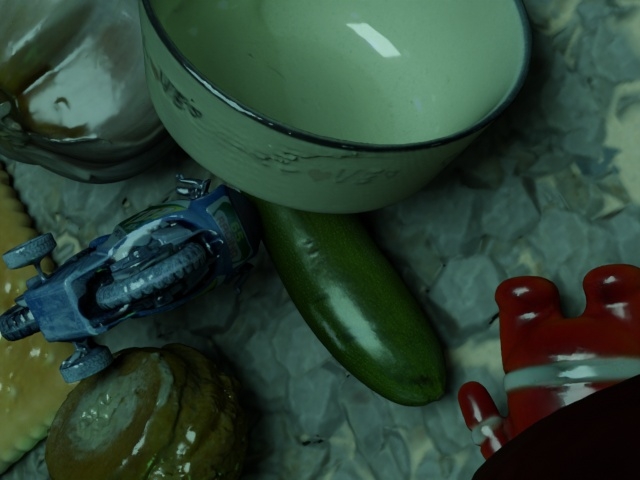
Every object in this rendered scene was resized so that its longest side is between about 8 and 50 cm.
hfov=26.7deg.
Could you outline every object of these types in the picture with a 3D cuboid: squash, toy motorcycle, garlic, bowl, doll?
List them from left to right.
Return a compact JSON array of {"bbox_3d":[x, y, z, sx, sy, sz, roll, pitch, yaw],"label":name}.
[{"bbox_3d":[-0.200,-0.155,0.916,0.207,0.207,0.257,-22,87,25],"label":"garlic"},{"bbox_3d":[-0.121,0.019,0.860,0.254,0.135,0.092,-15,103,57],"label":"toy motorcycle"},{"bbox_3d":[-0.006,-0.107,0.813,0.238,0.237,0.126,58,146,26],"label":"bowl"},{"bbox_3d":[0.000,0.000,0.861,0.069,0.069,0.258,-39,63,18],"label":"squash"},{"bbox_3d":[0.145,0.137,0.746,0.142,0.076,0.245,-8,72,28],"label":"doll"}]

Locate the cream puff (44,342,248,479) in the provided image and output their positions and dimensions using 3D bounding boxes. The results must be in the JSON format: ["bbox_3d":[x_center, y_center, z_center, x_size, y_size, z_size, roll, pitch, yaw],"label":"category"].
[{"bbox_3d":[-0.106,0.133,0.871,0.144,0.103,0.126,-23,44,39],"label":"cream puff"}]

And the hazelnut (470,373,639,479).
[{"bbox_3d":[0.216,0.248,0.524,0.402,0.402,0.429,-37,75,20],"label":"hazelnut"}]

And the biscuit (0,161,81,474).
[{"bbox_3d":[-0.268,0.051,1.029,0.160,0.030,0.250,-40,64,18],"label":"biscuit"}]
